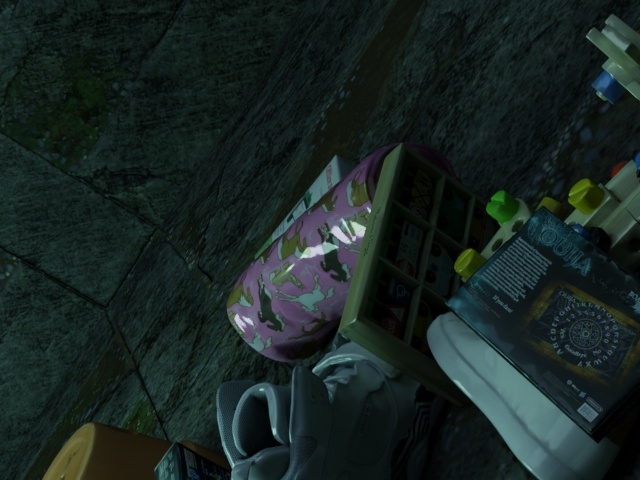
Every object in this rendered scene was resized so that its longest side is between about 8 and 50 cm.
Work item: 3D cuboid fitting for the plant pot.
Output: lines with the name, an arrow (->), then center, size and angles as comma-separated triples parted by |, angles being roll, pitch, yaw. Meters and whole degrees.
plant pot -> -0.294, 0.396, 1.783 | 0.291, 0.203, 0.291 | -49, 20, 25

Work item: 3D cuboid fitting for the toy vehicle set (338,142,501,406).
toy vehicle set -> 0.121, 0.033, 1.368 | 0.035, 0.166, 0.267 | -40, 25, 44

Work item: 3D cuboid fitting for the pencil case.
pencil case -> 0.030, 0.025, 1.619 | 0.386, 0.167, 0.160 | -39, 13, 46

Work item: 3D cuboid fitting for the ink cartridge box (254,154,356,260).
ink cartridge box -> 0.000, 0.000, 1.859 | 0.219, 0.092, 0.160 | -51, 19, 19

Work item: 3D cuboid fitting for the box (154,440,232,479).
box -> -0.102, 0.338, 1.427 | 0.051, 0.175, 0.220 | -55, 19, 10

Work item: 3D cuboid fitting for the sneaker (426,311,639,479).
sneaker -> 0.200, 0.121, 1.141 | 0.123, 0.106, 0.290 | -52, 30, 6

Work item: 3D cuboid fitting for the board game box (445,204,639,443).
board game box -> 0.210, 0.066, 1.045 | 0.126, 0.026, 0.186 | -44, 51, -2

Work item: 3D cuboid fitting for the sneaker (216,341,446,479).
sneaker -> 0.020, 0.160, 1.319 | 0.137, 0.210, 0.366 | -17, 43, 40

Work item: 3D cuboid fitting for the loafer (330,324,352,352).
loafer -> 0.029, 0.190, 1.515 | 0.267, 0.096, 0.084 | -58, -24, -6

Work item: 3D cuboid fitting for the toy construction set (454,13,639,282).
toy construction set -> 0.267, -0.047, 1.185 | 0.327, 0.151, 0.215 | -63, 15, 19
